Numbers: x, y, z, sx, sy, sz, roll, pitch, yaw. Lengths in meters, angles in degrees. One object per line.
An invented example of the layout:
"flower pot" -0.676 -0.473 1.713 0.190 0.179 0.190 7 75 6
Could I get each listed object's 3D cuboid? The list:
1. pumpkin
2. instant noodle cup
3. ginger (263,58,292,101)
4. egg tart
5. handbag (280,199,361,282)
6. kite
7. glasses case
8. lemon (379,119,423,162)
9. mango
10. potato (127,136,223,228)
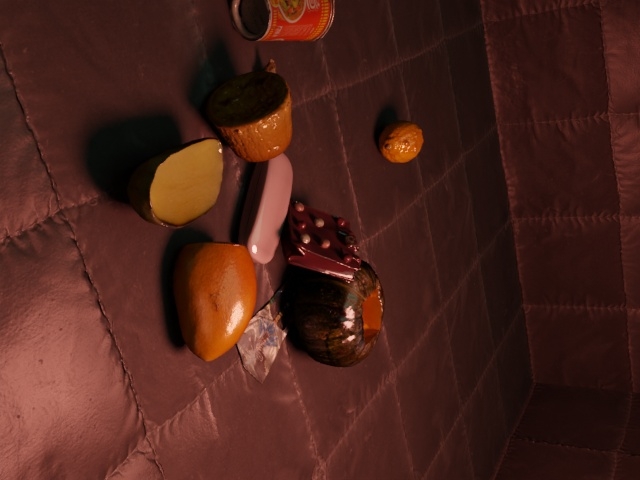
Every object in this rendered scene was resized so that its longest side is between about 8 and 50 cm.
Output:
"pumpkin" 0.057 0.199 1.855 0.320 0.192 0.320 -28 122 -60
"instant noodle cup" -0.102 -0.573 1.671 0.212 0.193 0.193 -28 113 -46
"ginger" -0.124 -0.339 1.732 0.133 0.059 0.214 29 66 -62
"egg tart" -0.157 -0.281 1.576 0.147 0.203 0.202 77 31 -50
"handbag" 0.001 -0.002 1.744 0.216 0.074 0.203 18 36 -22
"kite" -0.123 0.208 1.755 0.169 0.015 0.310 62 42 -36
"glasses case" -0.135 -0.086 1.687 0.113 0.075 0.297 38 59 -51
"lemon" 0.266 -0.329 2.261 0.187 0.142 0.142 -30 114 -49
"mango" -0.227 0.132 1.484 0.187 0.138 0.257 0 83 -45
"potato" -0.309 -0.121 1.386 0.271 0.111 0.160 -46 141 -57
